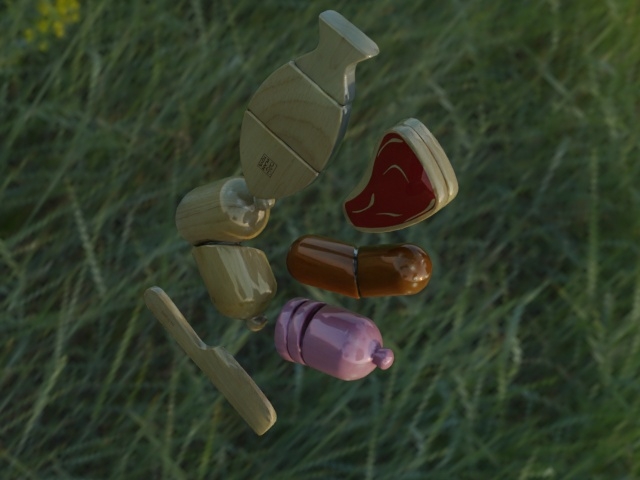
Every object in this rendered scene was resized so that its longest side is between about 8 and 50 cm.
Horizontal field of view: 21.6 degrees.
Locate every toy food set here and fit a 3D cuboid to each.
[{"bbox_3d":[0.000,0.000,0.469,0.078,0.122,0.019,49,41,8],"label":"toy food set"}]
